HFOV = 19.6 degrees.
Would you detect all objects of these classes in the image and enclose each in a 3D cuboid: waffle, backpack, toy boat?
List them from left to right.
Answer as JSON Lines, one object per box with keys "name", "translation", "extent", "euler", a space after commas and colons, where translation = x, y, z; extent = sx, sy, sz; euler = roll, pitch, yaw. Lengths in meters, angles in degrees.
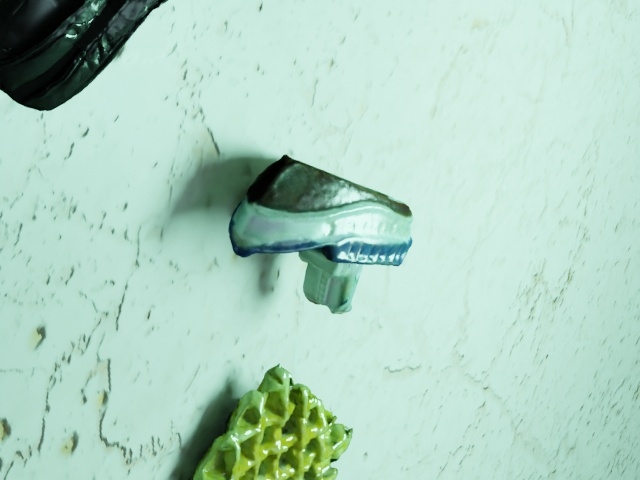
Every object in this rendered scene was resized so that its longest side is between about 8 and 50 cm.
{"name": "backpack", "translation": [-0.166, -0.170, 1.214], "extent": [0.165, 0.106, 0.120], "euler": [-44, 145, -4]}
{"name": "waffle", "translation": [-0.058, 0.230, 1.704], "extent": [0.204, 0.054, 0.223], "euler": [-63, 149, -14]}
{"name": "toy boat", "translation": [0.000, 0.000, 1.600], "extent": [0.262, 0.114, 0.115], "euler": [18, 96, -61]}
